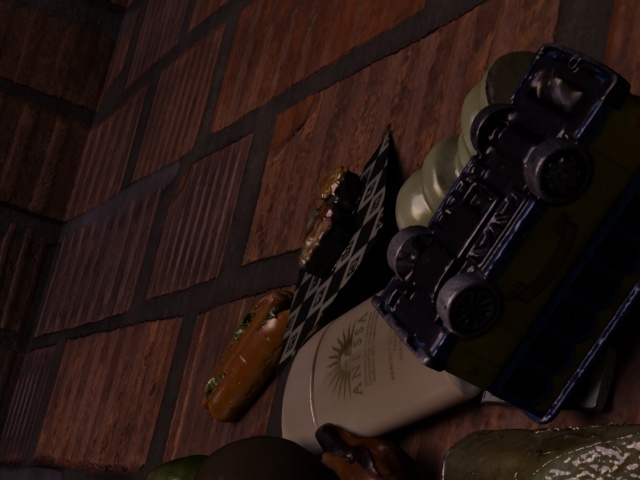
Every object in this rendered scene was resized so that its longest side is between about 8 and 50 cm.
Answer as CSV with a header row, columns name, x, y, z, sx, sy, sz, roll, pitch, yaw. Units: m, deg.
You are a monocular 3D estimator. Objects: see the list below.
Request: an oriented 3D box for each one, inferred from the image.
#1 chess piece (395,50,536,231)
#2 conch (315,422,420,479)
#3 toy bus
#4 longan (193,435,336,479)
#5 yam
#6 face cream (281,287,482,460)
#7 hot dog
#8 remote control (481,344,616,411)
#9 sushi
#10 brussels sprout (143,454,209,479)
name,x,y,z,sx,sy,sz,roll,pitch,yaw
chess piece,0.165,-0.067,1.224,0.251,0.144,0.144,-47,32,50
conch,0.059,0.253,1.213,0.086,0.080,0.233,-43,51,7
toy bus,0.194,-0.007,1.016,0.288,0.175,0.138,-57,27,9
longan,-0.061,0.317,1.333,0.212,0.198,0.198,151,136,-80
yam,0.208,0.203,0.957,0.259,0.106,0.106,-19,55,62
face cream,0.066,0.139,1.324,0.348,0.081,0.174,-35,43,52
hot dog,-0.105,0.165,1.687,0.249,0.068,0.100,-55,29,32
remote control,0.212,0.127,1.091,0.166,0.029,0.065,-9,58,59
sushi,0.000,0.000,1.523,0.264,0.050,0.290,-55,13,31
brussels sprout,-0.147,0.354,1.494,0.144,0.180,0.162,-122,45,-71
